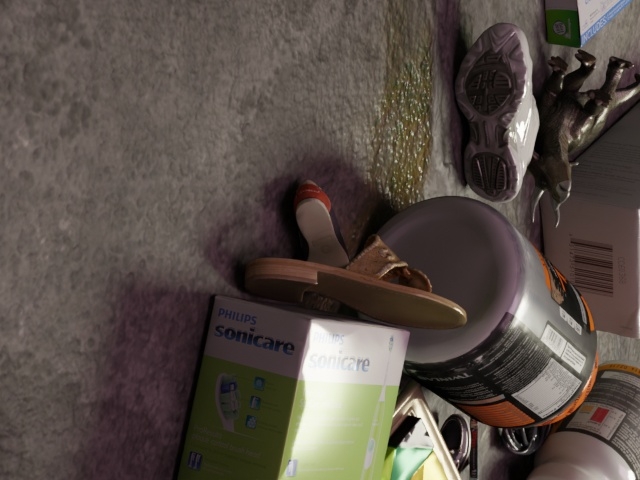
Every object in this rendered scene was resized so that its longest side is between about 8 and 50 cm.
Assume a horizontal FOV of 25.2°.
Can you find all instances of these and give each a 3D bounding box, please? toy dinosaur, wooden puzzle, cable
[{"bbox_3d":[0.335,-0.166,1.908,0.313,0.121,0.160,-49,168,-52],"label":"toy dinosaur"},{"bbox_3d":[0.092,0.315,1.694,0.221,0.044,0.239,-46,130,-32],"label":"wooden puzzle"},{"bbox_3d":[0.302,0.228,2.034,0.184,0.047,0.151,-59,148,-30],"label":"cable"}]

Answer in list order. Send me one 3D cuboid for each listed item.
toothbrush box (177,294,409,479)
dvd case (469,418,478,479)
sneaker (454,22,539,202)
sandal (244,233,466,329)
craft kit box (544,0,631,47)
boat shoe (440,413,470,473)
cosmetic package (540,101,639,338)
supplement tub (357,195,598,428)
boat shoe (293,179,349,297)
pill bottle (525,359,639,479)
[{"bbox_3d":[-0.031,0.210,1.435,0.206,0.122,0.283,11,91,-58],"label":"toothbrush box"},{"bbox_3d":[0.199,0.300,1.862,0.119,0.013,0.087,-83,171,-56],"label":"dvd case"},{"bbox_3d":[0.224,-0.169,1.757,0.115,0.090,0.232,-48,146,-48],"label":"sneaker"},{"bbox_3d":[0.041,0.027,1.449,0.240,0.088,0.079,11,65,-18],"label":"sandal"},{"bbox_3d":[0.372,-0.420,1.920,0.250,0.061,0.247,-41,135,-44],"label":"craft kit box"},{"bbox_3d":[0.156,0.282,1.819,0.038,0.046,0.125,9,101,-62],"label":"boat shoe"},{"bbox_3d":[0.477,-0.046,2.109,0.385,0.156,0.217,-37,130,-47],"label":"cosmetic package"},{"bbox_3d":[0.197,0.098,1.671,0.338,0.207,0.207,38,68,-55],"label":"supplement tub"},{"bbox_3d":[0.000,0.000,1.490,0.043,0.049,0.137,-101,176,-53],"label":"boat shoe"},{"bbox_3d":[0.412,0.313,2.112,0.278,0.162,0.162,-43,133,-42],"label":"pill bottle"}]
